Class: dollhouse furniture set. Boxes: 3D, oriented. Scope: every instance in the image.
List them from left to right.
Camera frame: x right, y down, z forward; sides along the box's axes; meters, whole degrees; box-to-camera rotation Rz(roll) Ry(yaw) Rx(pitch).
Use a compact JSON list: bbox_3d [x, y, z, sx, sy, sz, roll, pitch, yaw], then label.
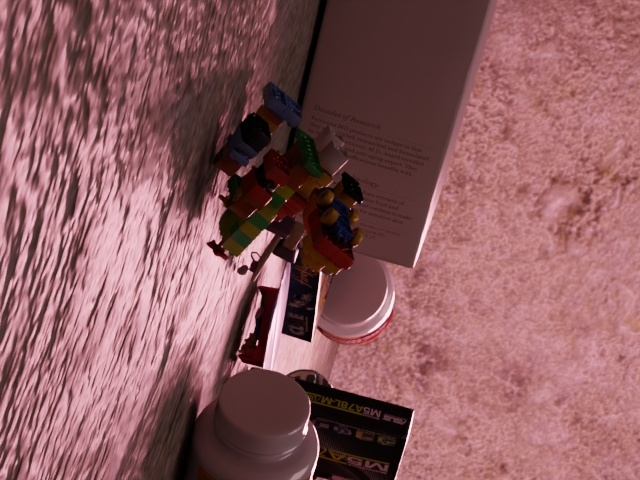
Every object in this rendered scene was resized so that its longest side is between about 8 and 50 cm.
[{"bbox_3d":[-0.029,-0.011,1.746,0.081,0.091,0.114,-57,-169,40],"label":"dollhouse furniture set"}]

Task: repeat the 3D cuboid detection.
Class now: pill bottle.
[{"bbox_3d":[-0.068,0.221,1.795,0.117,0.117,0.215,-68,174,-49],"label":"pill bottle"},{"bbox_3d":[0.039,0.072,2.563,0.221,0.121,0.121,72,35,-83],"label":"pill bottle"}]

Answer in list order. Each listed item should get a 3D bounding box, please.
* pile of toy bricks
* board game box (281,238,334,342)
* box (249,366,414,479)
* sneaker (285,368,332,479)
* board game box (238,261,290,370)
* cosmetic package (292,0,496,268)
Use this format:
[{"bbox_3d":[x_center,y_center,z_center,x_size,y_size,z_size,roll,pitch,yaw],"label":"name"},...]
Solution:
[{"bbox_3d":[-0.042,-0.029,1.436,0.105,0.118,0.212,-46,-159,15],"label":"pile of toy bricks"},{"bbox_3d":[0.000,0.000,2.322,0.243,0.042,0.165,98,10,-64],"label":"board game box"},{"bbox_3d":[0.002,0.218,2.199,0.184,0.191,0.045,101,5,-60],"label":"box"},{"bbox_3d":[-0.059,0.270,2.435,0.110,0.107,0.275,-105,-149,-59],"label":"sneaker"},{"bbox_3d":[-0.061,0.092,1.977,0.168,0.033,0.133,-76,175,-54],"label":"board game box"},{"bbox_3d":[0.079,-0.183,1.877,0.197,0.155,0.365,-68,173,-56],"label":"cosmetic package"}]
